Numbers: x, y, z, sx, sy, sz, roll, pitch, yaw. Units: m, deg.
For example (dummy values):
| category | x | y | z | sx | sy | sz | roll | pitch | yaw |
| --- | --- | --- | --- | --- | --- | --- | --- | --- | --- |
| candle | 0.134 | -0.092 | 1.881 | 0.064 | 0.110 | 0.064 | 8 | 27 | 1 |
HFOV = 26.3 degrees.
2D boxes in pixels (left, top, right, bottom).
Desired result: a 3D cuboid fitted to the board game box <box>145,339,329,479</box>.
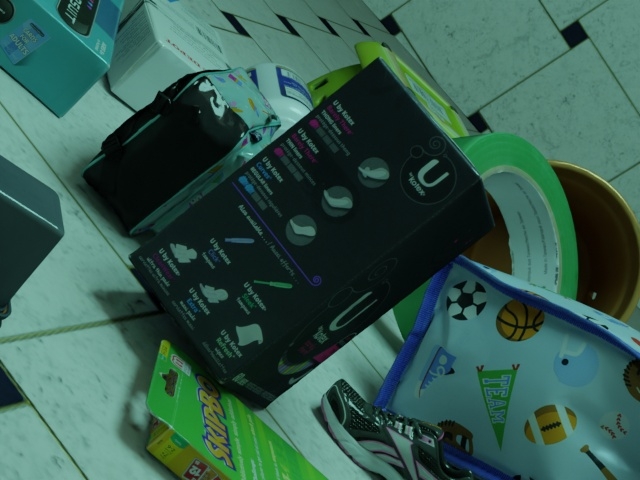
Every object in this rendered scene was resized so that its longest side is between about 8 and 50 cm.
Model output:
| category | x | y | z | sx | sy | sz | roll | pitch | yaw |
| --- | --- | --- | --- | --- | --- | --- | --- | --- | --- |
| board game box | -0.044 | 0.192 | 1.082 | 0.259 | 0.039 | 0.124 | 46 | 14 | -15 |

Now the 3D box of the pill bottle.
| category | x | y | z | sx | sy | sz | roll | pitch | yaw |
| --- | --- | --- | --- | --- | --- | --- | --- | --- | --- |
| pill bottle | -0.059 | -0.138 | 1.699 | 0.112 | 0.112 | 0.187 | 41 | 17 | -23 |

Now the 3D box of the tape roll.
| category | x | y | z | sx | sy | sz | roll | pitch | yaw |
| --- | --- | --- | --- | --- | --- | --- | --- | --- | --- |
| tape roll | 0.210 | 0.027 | 1.723 | 0.321 | 0.077 | 0.321 | 6 | 82 | -49 |

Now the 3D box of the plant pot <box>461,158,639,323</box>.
| category | x | y | z | sx | sy | sz | roll | pitch | yaw |
| --- | --- | --- | --- | --- | --- | --- | --- | --- | --- |
| plant pot | 0.320 | 0.038 | 2.032 | 0.291 | 0.291 | 0.203 | 49 | -2 | 6 |

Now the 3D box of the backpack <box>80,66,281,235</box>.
| category | x | y | z | sx | sy | sz | roll | pitch | yaw |
| --- | --- | --- | --- | --- | --- | --- | --- | --- | --- |
| backpack | -0.115 | -0.083 | 1.316 | 0.144 | 0.166 | 0.188 | 47 | 19 | -7 |

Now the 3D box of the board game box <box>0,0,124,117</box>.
| category | x | y | z | sx | sy | sz | roll | pitch | yaw |
| --- | --- | --- | --- | --- | --- | --- | --- | --- | --- |
| board game box | -0.352 | -0.303 | 1.380 | 0.336 | 0.079 | 0.254 | 41 | 17 | -21 |

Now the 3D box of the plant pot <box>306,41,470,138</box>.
| category | x | y | z | sx | sy | sz | roll | pitch | yaw |
| --- | --- | --- | --- | --- | --- | --- | --- | --- | --- |
| plant pot | 0.078 | -0.123 | 1.852 | 0.228 | 0.207 | 0.227 | 38 | 19 | -28 |

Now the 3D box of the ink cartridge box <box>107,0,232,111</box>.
| category | x | y | z | sx | sy | sz | roll | pitch | yaw |
| --- | --- | --- | --- | --- | --- | --- | --- | --- | --- |
| ink cartridge box | -0.179 | -0.211 | 1.602 | 0.148 | 0.086 | 0.203 | 38 | 19 | -34 |

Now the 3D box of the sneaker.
| category | x | y | z | sx | sy | sz | roll | pitch | yaw |
| --- | --- | --- | --- | --- | --- | --- | --- | --- | --- |
| sneaker | 0.080 | 0.195 | 1.325 | 0.178 | 0.077 | 0.072 | 46 | 14 | -4 |

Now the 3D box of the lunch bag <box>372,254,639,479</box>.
| category | x | y | z | sx | sy | sz | roll | pitch | yaw |
| --- | --- | --- | --- | --- | --- | --- | --- | --- | --- |
| lunch bag | 0.304 | 0.208 | 1.448 | 0.385 | 0.239 | 0.328 | 24 | 1 | 34 |

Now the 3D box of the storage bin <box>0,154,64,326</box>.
| category | x | y | z | sx | sy | sz | roll | pitch | yaw |
| --- | --- | --- | --- | --- | --- | --- | --- | --- | --- |
| storage bin | -0.247 | -0.019 | 0.950 | 0.135 | 0.091 | 0.098 | 38 | 18 | -34 |

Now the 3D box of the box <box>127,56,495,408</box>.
| category | x | y | z | sx | sy | sz | roll | pitch | yaw |
| --- | --- | --- | --- | --- | --- | --- | --- | --- | --- |
| box | 0.000 | 0.000 | 1.174 | 0.143 | 0.270 | 0.165 | 51 | 1 | 17 |
